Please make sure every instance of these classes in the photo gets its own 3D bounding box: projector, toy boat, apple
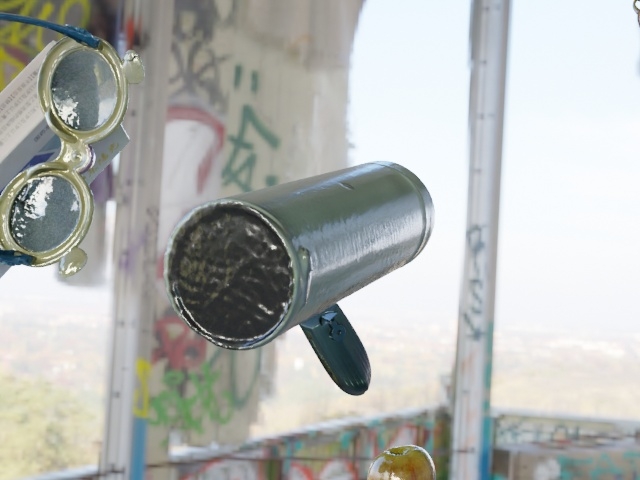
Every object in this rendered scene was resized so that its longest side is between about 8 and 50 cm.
[{"bbox_3d":[0.000,0.000,0.903,0.108,0.108,0.337,2,9,22],"label":"projector"},{"bbox_3d":[0.025,0.138,1.357,0.055,0.141,0.060,-41,29,-21],"label":"toy boat"},{"bbox_3d":[0.098,0.284,1.341,0.084,0.071,0.084,-4,2,0],"label":"apple"}]

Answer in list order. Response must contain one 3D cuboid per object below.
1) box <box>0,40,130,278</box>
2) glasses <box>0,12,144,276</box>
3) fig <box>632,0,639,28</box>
[{"bbox_3d":[-0.381,-0.054,1.311,0.065,0.343,0.200,38,-12,16],"label":"box"},{"bbox_3d":[-0.252,-0.083,0.805,0.088,0.189,0.220,20,3,39],"label":"glasses"},{"bbox_3d":[0.455,-0.308,1.530,0.050,0.050,0.083,6,37,-35],"label":"fig"}]
